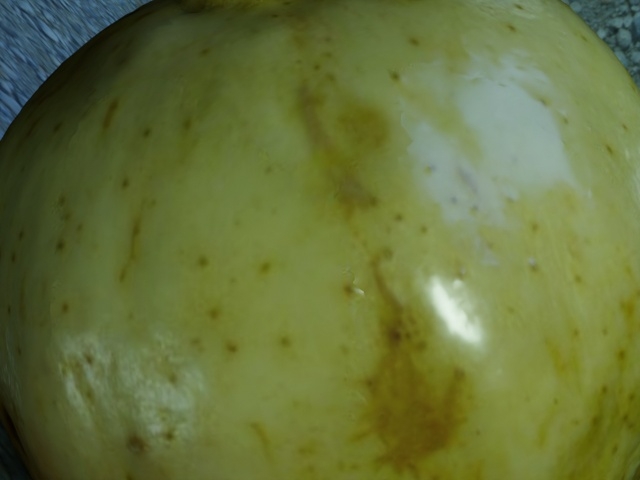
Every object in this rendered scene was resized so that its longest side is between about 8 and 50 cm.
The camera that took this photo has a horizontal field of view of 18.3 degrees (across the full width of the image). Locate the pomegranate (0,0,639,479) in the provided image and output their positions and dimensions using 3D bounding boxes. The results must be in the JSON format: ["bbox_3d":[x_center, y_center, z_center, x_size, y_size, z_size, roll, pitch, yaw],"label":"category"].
[{"bbox_3d":[0.000,0.000,1.030,0.410,0.410,0.410,45,11,-11],"label":"pomegranate"}]
